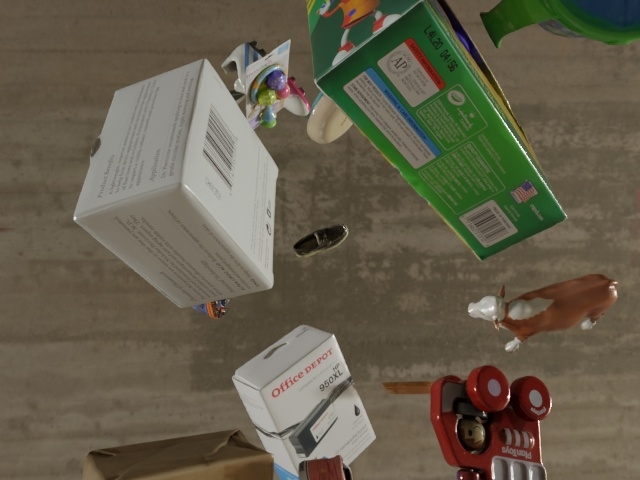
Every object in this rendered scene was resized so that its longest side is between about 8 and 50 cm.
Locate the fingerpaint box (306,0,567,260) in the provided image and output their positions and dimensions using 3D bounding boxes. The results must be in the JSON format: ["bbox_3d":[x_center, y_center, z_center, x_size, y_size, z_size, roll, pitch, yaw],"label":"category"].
[{"bbox_3d":[0.178,-0.243,0.845,0.163,0.371,0.445,-31,130,25],"label":"fingerpaint box"}]

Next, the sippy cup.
[{"bbox_3d":[0.390,-0.385,0.746,0.306,0.240,0.224,7,-167,5],"label":"sippy cup"}]

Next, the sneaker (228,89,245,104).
[{"bbox_3d":[-0.303,-0.425,1.711,0.152,0.053,0.061,-36,151,-5],"label":"sneaker"}]

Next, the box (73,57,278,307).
[{"bbox_3d":[-0.136,-0.054,0.570,0.119,0.181,0.182,-13,142,17],"label":"box"}]

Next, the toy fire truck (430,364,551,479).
[{"bbox_3d":[0.385,0.434,1.215,0.302,0.253,0.169,17,151,-21],"label":"toy fire truck"}]

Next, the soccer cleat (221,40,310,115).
[{"bbox_3d":[-0.165,-0.454,1.589,0.143,0.331,0.116,-39,156,-5],"label":"soccer cleat"}]

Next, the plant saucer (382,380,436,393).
[{"bbox_3d":[0.287,0.444,1.615,0.200,0.037,0.200,-1,164,0],"label":"plant saucer"}]

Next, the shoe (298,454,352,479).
[{"bbox_3d":[0.024,0.460,0.944,0.081,0.178,0.063,-15,-165,7],"label":"shoe"}]

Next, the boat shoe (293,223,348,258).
[{"bbox_3d":[0.000,0.000,1.387,0.152,0.056,0.049,-29,158,6],"label":"boat shoe"}]

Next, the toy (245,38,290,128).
[{"bbox_3d":[-0.116,-0.355,1.297,0.137,0.056,0.237,-42,169,-23],"label":"toy"}]

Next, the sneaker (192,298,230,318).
[{"bbox_3d":[-0.269,0.069,1.186,0.087,0.221,0.083,-1,-167,26],"label":"sneaker"}]

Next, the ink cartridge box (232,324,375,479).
[{"bbox_3d":[-0.041,0.493,1.573,0.285,0.394,0.166,-33,-159,-31],"label":"ink cartridge box"}]

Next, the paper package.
[{"bbox_3d":[-0.246,0.525,0.922,0.310,0.324,0.168,3,177,-32],"label":"paper package"}]

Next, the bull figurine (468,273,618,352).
[{"bbox_3d":[0.469,0.153,1.137,0.310,0.101,0.188,-12,150,2],"label":"bull figurine"}]

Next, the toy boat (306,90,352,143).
[{"bbox_3d":[0.077,-0.447,1.804,0.318,0.148,0.267,-8,143,-52],"label":"toy boat"}]
